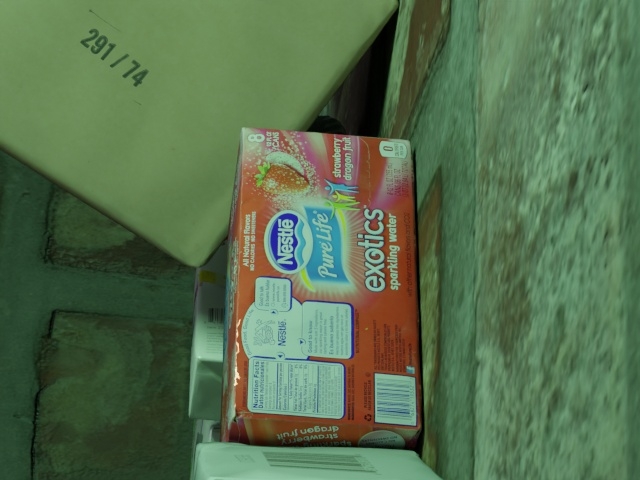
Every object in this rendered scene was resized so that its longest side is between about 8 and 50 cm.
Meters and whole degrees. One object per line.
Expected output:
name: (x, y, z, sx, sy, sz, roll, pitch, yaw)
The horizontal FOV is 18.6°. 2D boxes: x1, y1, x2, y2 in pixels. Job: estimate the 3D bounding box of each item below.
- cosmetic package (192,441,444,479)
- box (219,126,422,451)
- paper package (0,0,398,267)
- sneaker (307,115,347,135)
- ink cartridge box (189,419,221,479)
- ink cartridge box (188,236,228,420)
cosmetic package: (-0.015, 0.322, 1.160, 0.217, 0.156, 0.385, -168, 82, -84)
box: (-0.003, 0.055, 1.375, 0.122, 0.128, 0.257, 103, 170, -51)
paper package: (-0.150, -0.193, 1.633, 0.309, 0.325, 0.168, -52, 15, 16)
sneaker: (0.000, 0.000, 1.682, 0.281, 0.105, 0.115, -84, -14, -58)
ink cartridge box: (-0.068, 0.264, 1.898, 0.273, 0.115, 0.198, -176, 90, -84)
ink cartridge box: (-0.051, 0.064, 1.806, 0.231, 0.134, 0.078, -91, 8, -52)
